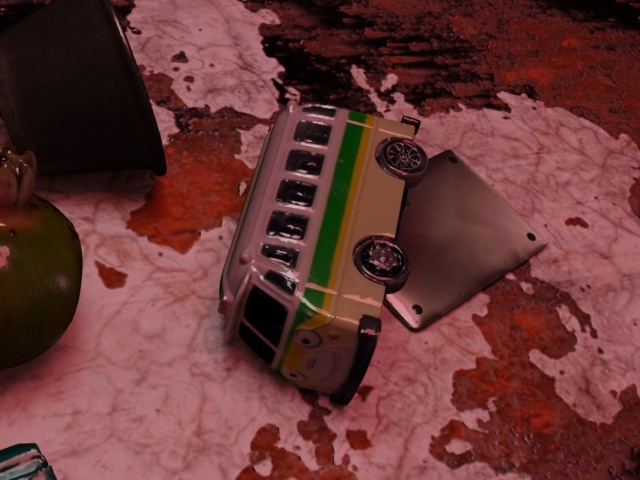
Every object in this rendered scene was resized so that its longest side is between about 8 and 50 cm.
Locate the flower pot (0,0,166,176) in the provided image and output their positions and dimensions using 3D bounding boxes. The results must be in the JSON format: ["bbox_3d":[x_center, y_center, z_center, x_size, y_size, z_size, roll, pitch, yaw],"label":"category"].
[{"bbox_3d":[-0.273,-0.159,1.087,0.148,0.235,0.235,-20,59,-13],"label":"flower pot"}]

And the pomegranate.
[{"bbox_3d":[-0.291,0.011,0.912,0.179,0.210,0.180,19,31,-12],"label":"pomegranate"}]

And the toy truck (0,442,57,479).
[{"bbox_3d":[-0.220,0.272,0.776,0.114,0.124,0.253,-17,57,-31],"label":"toy truck"}]

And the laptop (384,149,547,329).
[{"bbox_3d":[0.139,-0.010,1.241,0.269,0.015,0.188,-28,65,-38],"label":"laptop"}]

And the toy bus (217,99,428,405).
[{"bbox_3d":[0.000,0.000,1.076,0.179,0.143,0.305,16,52,-4],"label":"toy bus"}]
